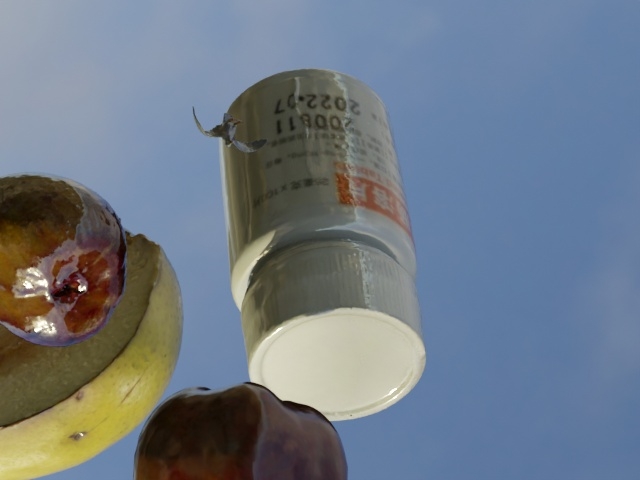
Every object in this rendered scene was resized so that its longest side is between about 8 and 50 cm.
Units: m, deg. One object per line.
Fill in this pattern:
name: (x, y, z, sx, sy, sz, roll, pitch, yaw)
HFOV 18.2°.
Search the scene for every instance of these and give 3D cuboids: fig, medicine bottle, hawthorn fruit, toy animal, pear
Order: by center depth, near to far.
hawthorn fruit: (-0.075, 0.261, 1.877, 0.208, 0.208, 0.248, -27, -122, 48)
toy animal: (-0.089, -0.108, 1.980, 0.028, 0.084, 0.050, -66, -166, 7)
fig: (-0.309, -0.015, 2.007, 0.274, 0.145, 0.170, 41, -41, 35)
medicine bottle: (0.000, 0.000, 2.224, 0.211, 0.211, 0.371, -43, -143, 31)
pear: (-0.325, 0.169, 2.531, 0.386, 0.191, 0.340, -43, -143, -14)
